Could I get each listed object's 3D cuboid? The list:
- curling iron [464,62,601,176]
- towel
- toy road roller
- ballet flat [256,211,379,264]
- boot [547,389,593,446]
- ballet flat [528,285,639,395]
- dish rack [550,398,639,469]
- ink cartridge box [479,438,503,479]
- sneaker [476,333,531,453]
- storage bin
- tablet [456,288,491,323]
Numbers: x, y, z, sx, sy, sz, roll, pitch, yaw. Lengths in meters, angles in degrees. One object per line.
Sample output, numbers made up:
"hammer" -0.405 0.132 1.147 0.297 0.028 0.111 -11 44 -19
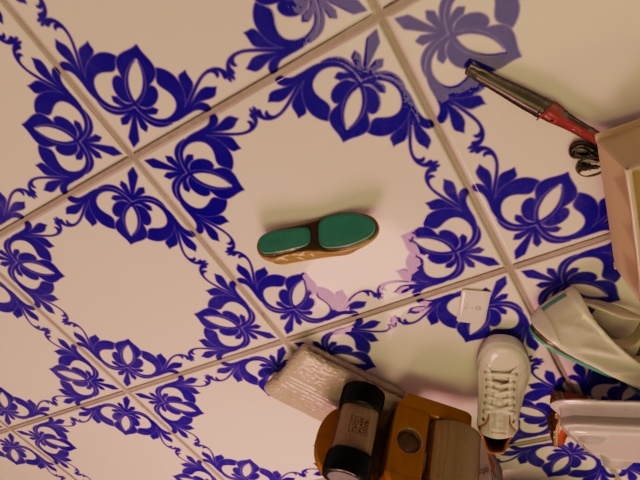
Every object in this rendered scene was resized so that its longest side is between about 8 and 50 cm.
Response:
"curling iron" 0.326 -0.177 0.808 0.274 0.035 0.068 30 126 -11
"towel" 0.035 0.343 1.243 0.282 0.049 0.187 30 124 -12
"toy road roller" 0.150 0.459 1.163 0.330 0.202 0.240 15 139 4
"ballet flat" 0.000 0.000 0.996 0.232 0.080 0.073 -7 152 19
"boot" 0.530 0.383 1.167 0.085 0.059 0.157 -2 124 7
"ballet flat" 0.570 0.208 0.997 0.400 0.139 0.139 30 126 -10
"dish rack" 0.616 0.360 0.987 0.333 0.072 0.285 -12 142 36
"ink cartridge box" 0.325 0.591 1.250 0.168 0.232 0.171 -17 120 20
"sneaker" 0.371 0.322 1.114 0.106 0.123 0.290 0 124 14
"storage bin" 0.553 -0.058 0.776 0.261 0.123 0.262 -19 120 12
"tablet" 0.294 0.128 1.057 0.054 0.006 0.083 4 127 8
